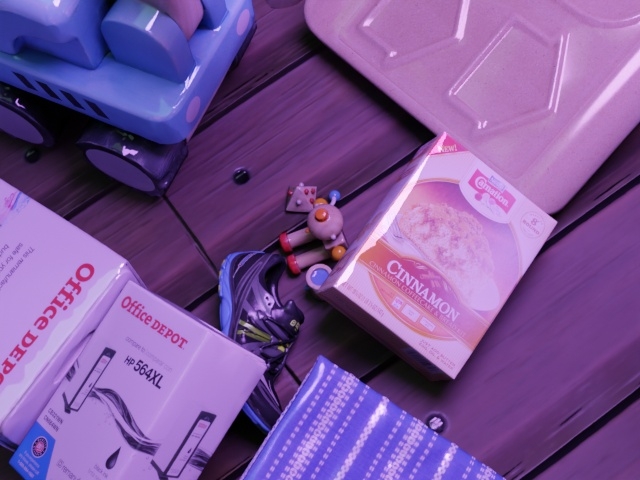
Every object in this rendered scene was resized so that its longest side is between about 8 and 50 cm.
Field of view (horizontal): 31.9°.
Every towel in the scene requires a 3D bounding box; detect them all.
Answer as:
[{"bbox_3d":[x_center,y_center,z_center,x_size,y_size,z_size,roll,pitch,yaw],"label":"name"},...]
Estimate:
[{"bbox_3d":[0.077,0.284,0.924,0.336,0.040,0.243,34,70,-2],"label":"towel"}]

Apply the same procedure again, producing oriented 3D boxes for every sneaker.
[{"bbox_3d":[-0.054,0.092,1.070,0.078,0.067,0.188,-11,63,9],"label":"sneaker"}]

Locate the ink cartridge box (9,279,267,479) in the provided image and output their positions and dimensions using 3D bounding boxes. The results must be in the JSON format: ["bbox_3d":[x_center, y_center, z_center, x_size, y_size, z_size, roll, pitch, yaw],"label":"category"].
[{"bbox_3d":[-0.164,0.155,1.001,0.148,0.086,0.203,24,80,48],"label":"ink cartridge box"}]

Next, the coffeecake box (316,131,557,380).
[{"bbox_3d":[0.110,0.016,1.054,0.142,0.068,0.185,38,74,-7],"label":"coffeecake box"}]

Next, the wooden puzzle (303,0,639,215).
[{"bbox_3d":[0.206,-0.243,1.143,0.348,0.080,0.322,42,96,18],"label":"wooden puzzle"}]

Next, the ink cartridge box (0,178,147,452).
[{"bbox_3d":[-0.336,0.052,1.096,0.278,0.117,0.201,31,74,19],"label":"ink cartridge box"}]

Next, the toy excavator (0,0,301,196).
[{"bbox_3d":[-0.174,-0.227,1.016,0.433,0.445,0.222,22,72,16],"label":"toy excavator"}]

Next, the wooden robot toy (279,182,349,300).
[{"bbox_3d":[0.000,0.000,1.097,0.076,0.079,0.173,-21,65,-2],"label":"wooden robot toy"}]
